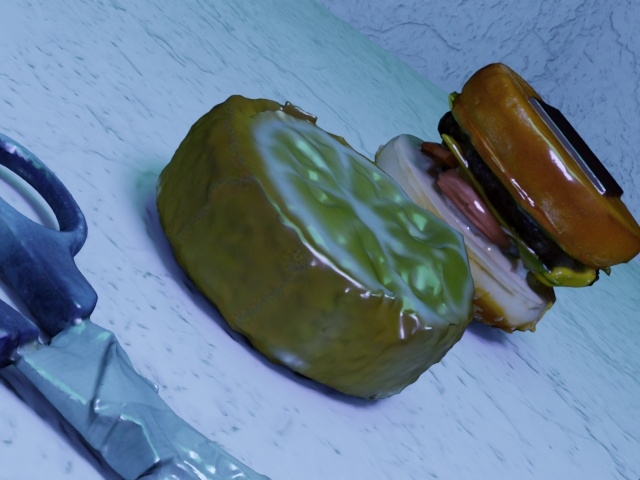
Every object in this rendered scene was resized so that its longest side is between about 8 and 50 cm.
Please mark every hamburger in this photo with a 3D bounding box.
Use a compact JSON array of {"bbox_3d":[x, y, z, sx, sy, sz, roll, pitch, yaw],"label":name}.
[{"bbox_3d":[0.197,-0.040,1.085,0.291,0.225,0.291,40,21,-19],"label":"hamburger"}]

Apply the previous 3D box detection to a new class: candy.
[{"bbox_3d":[0.000,0.000,0.728,0.260,0.118,0.260,35,19,-14],"label":"candy"}]

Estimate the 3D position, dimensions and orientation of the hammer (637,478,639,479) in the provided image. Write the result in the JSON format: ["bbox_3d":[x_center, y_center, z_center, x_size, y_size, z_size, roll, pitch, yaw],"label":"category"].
[{"bbox_3d":[0.411,0.321,0.856,0.206,0.119,0.335,25,16,-48],"label":"hammer"}]

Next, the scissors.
[{"bbox_3d":[-0.096,0.080,0.457,0.383,0.029,0.256,44,17,7],"label":"scissors"}]
